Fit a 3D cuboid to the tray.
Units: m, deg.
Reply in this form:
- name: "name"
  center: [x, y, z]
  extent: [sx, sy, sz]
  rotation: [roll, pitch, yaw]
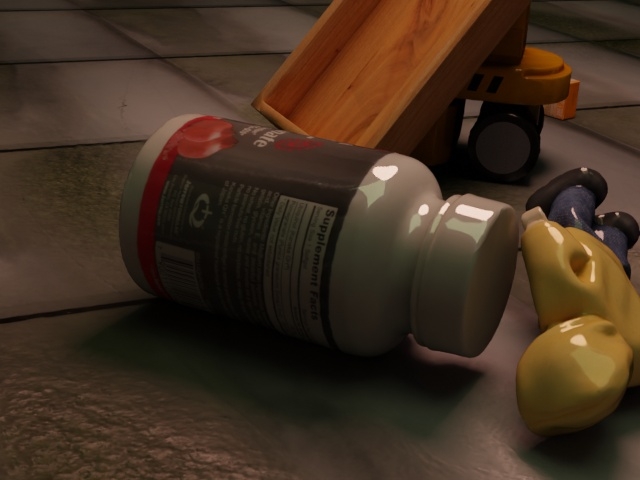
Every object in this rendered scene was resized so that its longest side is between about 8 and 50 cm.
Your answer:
- name: "tray"
  center: [0.116, -0.270, 1.354]
  extent: [0.203, 0.411, 0.076]
  rotation: [39, 0, 38]

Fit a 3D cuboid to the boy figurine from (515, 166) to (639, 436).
- name: "boy figurine"
  center: [0.222, 0.059, 0.899]
  extent: [0.092, 0.177, 0.285]
  rotation: [-30, 23, 31]

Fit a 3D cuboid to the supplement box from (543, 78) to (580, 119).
- name: "supplement box"
  center: [0.369, -0.239, 1.768]
  extent: [0.036, 0.062, 0.098]
  rotation: [-17, 28, -38]

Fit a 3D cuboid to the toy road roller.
- name: "toy road roller"
  center: [0.172, -0.232, 1.474]
  extent: [0.329, 0.241, 0.202]
  rotation: [8, 21, 11]

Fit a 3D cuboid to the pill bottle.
- name: "pill bottle"
  center: [0.000, 0.000, 0.944]
  extent: [0.318, 0.176, 0.176]
  rotation: [14, 24, 24]
